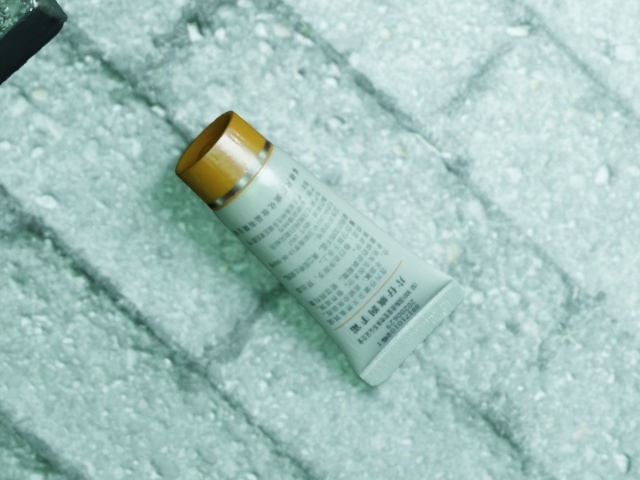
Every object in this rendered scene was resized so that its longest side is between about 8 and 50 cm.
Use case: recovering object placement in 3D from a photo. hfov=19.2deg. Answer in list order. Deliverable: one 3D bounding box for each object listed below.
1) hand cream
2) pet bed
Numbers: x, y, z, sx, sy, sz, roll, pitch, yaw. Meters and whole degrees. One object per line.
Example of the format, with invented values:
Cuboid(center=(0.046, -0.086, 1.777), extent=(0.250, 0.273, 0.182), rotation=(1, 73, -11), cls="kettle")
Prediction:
Cuboid(center=(0.000, 0.000, 1.892), extent=(0.139, 0.089, 0.314), rotation=(-43, 105, 4), cls="hand cream")
Cuboid(center=(-0.355, -0.215, 1.758), extent=(0.183, 0.211, 0.159), rotation=(-42, 91, 3), cls="pet bed")
